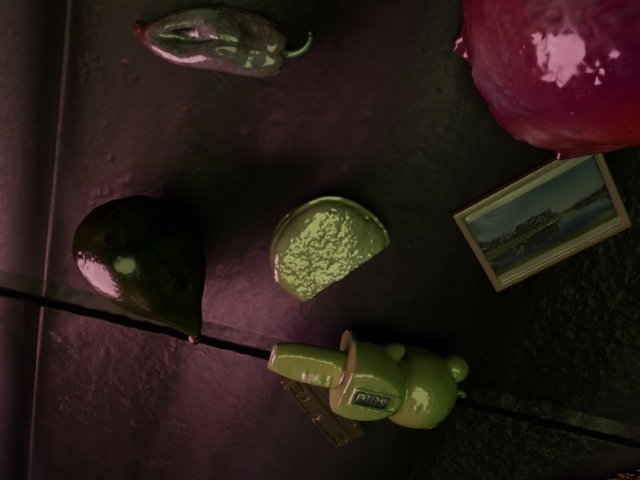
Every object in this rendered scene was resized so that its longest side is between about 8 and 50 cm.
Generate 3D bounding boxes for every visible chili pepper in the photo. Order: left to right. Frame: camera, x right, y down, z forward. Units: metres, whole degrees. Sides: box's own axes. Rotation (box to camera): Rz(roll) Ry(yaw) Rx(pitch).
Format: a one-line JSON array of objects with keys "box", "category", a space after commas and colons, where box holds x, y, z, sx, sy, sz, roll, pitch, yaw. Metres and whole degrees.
[{"box": [-0.084, -0.167, 0.428, 0.153, 0.041, 0.050, 8, 74, -4], "category": "chili pepper"}]

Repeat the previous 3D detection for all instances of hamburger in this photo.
[{"box": [0.000, -0.002, 0.506, 0.121, 0.054, 0.084, -30, 109, 11], "category": "hamburger"}]

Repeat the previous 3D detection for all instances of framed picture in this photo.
[{"box": [0.223, -0.021, 0.515, 0.149, 0.011, 0.109, -30, 113, 15], "category": "framed picture"}]

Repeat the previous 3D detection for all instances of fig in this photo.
[{"box": [-0.154, 0.035, 0.499, 0.117, 0.117, 0.177, -24, 131, 12], "category": "fig"}]

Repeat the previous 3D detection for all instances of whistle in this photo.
[{"box": [0.055, 0.150, 0.562, 0.228, 0.085, 0.105, 14, 116, -8], "category": "whistle"}]

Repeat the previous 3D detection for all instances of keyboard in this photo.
[{"box": [0.006, 0.206, 0.631, 0.049, 0.015, 0.129, -31, 112, 9], "category": "keyboard"}]

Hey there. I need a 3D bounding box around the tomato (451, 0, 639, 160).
[{"box": [0.241, -0.198, 0.308, 0.335, 0.176, 0.289, -13, 101, 18], "category": "tomato"}]

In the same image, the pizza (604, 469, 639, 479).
[{"box": [0.428, 0.418, 0.673, 0.440, 0.130, 0.406, 37, 113, -17], "category": "pizza"}]
